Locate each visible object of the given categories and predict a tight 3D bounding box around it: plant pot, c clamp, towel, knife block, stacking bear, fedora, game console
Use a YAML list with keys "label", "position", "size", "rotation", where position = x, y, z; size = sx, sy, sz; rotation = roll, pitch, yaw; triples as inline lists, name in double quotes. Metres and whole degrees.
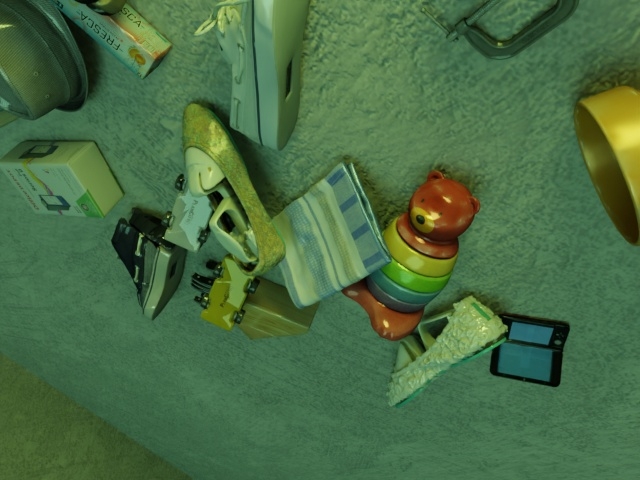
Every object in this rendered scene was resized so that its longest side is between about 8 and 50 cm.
- label: "plant pot"
  position: [0.456, -0.119, 0.629]
  size: [0.188, 0.205, 0.205]
  rotation: [-22, 123, 19]
- label: "c clamp"
  position: [0.233, -0.292, 0.640]
  size: [0.137, 0.022, 0.161]
  rotation: [33, 146, -27]
- label: "towel"
  position: [0.000, 0.000, 0.965]
  size: [0.285, 0.034, 0.209]
  rotation: [-33, 74, 46]
- label: "knife block"
  position: [-0.176, 0.137, 1.236]
  size: [0.276, 0.088, 0.242]
  rotation: [-12, 128, 34]
- label: "stacking bear"
  position: [0.176, 0.015, 0.908]
  size: [0.175, 0.164, 0.288]
  rotation: [49, 134, 28]
- label: "fedora"
  position: [-0.540, -0.318, 0.874]
  size: [0.244, 0.124, 0.275]
  rotation: [26, 147, 6]
- label: "game console"
  position: [0.443, 0.232, 1.063]
  size: [0.144, 0.085, 0.124]
  rotation: [7, 136, 17]

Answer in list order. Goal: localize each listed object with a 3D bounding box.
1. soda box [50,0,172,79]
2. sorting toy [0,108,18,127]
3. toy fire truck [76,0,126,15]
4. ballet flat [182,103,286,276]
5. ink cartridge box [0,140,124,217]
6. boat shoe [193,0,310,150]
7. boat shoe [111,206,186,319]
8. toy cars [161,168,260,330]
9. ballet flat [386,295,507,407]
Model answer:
- label: "soda box"
  position: [-0.341, -0.357, 0.822]
  size: [0.183, 0.058, 0.063]
  rotation: [41, 135, -18]
- label: "sorting toy"
  position: [-0.744, -0.356, 0.990]
  size: [0.229, 0.041, 0.307]
  rotation: [-4, 132, 38]
- label: "toy fire truck"
  position: [-0.330, -0.468, 0.662]
  size: [0.217, 0.158, 0.246]
  rotation: [32, 100, -10]
- label: "ballet flat"
  position: [-0.180, -0.082, 0.939]
  size: [0.123, 0.123, 0.348]
  rotation: [-13, 114, 34]
- label: "ink cartridge box"
  position: [-0.584, -0.138, 1.131]
  size: [0.213, 0.093, 0.154]
  rotation: [6, 136, 21]
- label: "boat shoe"
  position: [-0.109, -0.300, 0.738]
  size: [0.157, 0.135, 0.367]
  rotation: [21, 148, 8]
- label: "boat shoe"
  position: [-0.442, 0.059, 1.265]
  size: [0.158, 0.127, 0.340]
  rotation: [31, 130, 1]
- label: "toy cars"
  position: [-0.232, 0.016, 1.110]
  size: [0.177, 0.087, 0.393]
  rotation: [-12, 112, 15]
- label: "ballet flat"
  position: [0.260, 0.253, 1.157]
  size: [0.147, 0.146, 0.409]
  rotation: [30, 135, -7]
